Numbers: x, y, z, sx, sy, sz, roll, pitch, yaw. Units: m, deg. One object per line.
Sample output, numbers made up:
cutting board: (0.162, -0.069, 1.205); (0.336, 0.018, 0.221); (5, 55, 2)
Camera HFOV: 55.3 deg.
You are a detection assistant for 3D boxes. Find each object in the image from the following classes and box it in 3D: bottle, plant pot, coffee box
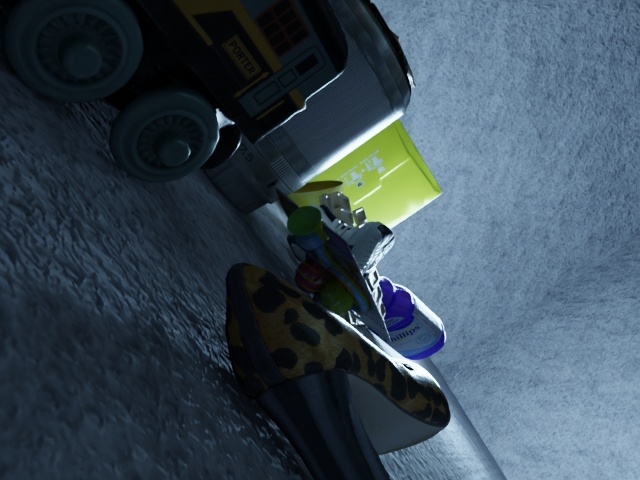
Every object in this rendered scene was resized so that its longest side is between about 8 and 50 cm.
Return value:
bottle: (0.151, 0.152, 1.279); (0.283, 0.118, 0.092); (42, 29, -37)
plant pot: (-0.012, -0.070, 1.312); (0.134, 0.134, 0.095); (-110, -168, -75)
coffee box: (0.056, -0.214, 1.632); (0.338, 0.338, 0.334); (53, 5, -30)

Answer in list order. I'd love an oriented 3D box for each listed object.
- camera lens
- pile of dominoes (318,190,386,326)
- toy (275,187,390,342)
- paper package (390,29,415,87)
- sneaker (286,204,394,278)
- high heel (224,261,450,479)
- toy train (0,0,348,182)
camera lens: (-0.040, -0.192, 0.786); (0.219, 0.274, 0.219); (54, 4, -6)
pile of dominoes: (0.052, 0.039, 1.114); (0.196, 0.040, 0.251); (20, 57, -63)
toy: (0.005, 0.050, 0.781); (0.137, 0.056, 0.237); (38, -20, 38)
paper package: (-0.066, -0.303, 1.034); (0.309, 0.325, 0.168); (57, 5, 22)
sneaker: (0.013, -0.001, 0.901); (0.153, 0.094, 0.235); (43, -15, 8)
high heel: (0.016, 0.079, 0.457); (0.186, 0.093, 0.261); (61, 13, -2)
toy train: (-0.115, -0.177, 0.380); (0.142, 0.190, 0.334); (57, 5, 37)
